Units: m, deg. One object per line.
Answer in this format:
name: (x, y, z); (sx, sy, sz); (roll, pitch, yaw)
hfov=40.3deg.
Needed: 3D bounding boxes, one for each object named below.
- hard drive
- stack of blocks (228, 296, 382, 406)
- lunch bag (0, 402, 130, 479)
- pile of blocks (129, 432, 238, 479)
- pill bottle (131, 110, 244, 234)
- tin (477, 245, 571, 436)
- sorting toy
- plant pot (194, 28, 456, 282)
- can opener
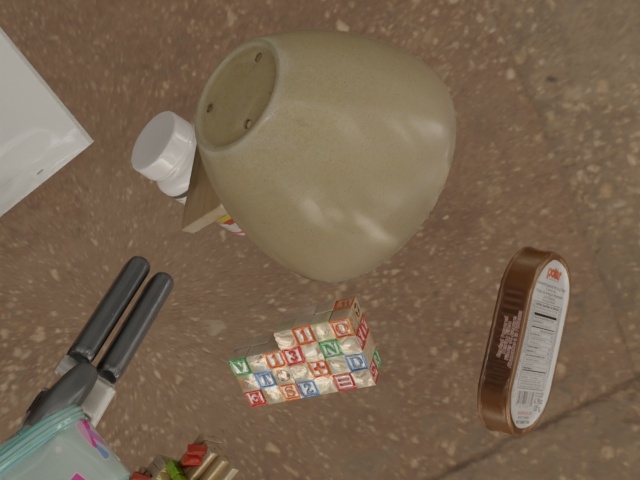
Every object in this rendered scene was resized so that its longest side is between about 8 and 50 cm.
hard drive: (-0.465, -0.193, 1.128); (0.307, 0.040, 0.203); (53, 49, -16)
stack of blocks: (-0.040, 0.240, 1.855); (0.297, 0.087, 0.171); (-15, 112, 21)
lunch bag: (-0.283, 0.265, 0.800); (0.108, 0.279, 0.224); (46, 60, 6)
pile of blocks: (-0.352, 0.543, 1.906); (0.113, 0.362, 0.148); (32, 34, -46)
pill bottle: (-0.232, -0.139, 1.784); (0.283, 0.161, 0.161); (32, 77, -38)
tin: (0.206, 0.101, 0.869); (0.106, 0.040, 0.189); (17, 84, -55)
sorting toy: (-0.136, -0.147, 1.434); (0.089, 0.255, 0.257); (14, 77, -20)
plant pot: (-0.023, -0.118, 0.950); (0.191, 0.284, 0.284); (27, 78, -42)
can opener: (-0.250, 0.130, 1.015); (0.074, 0.093, 0.280); (38, 45, -15)
